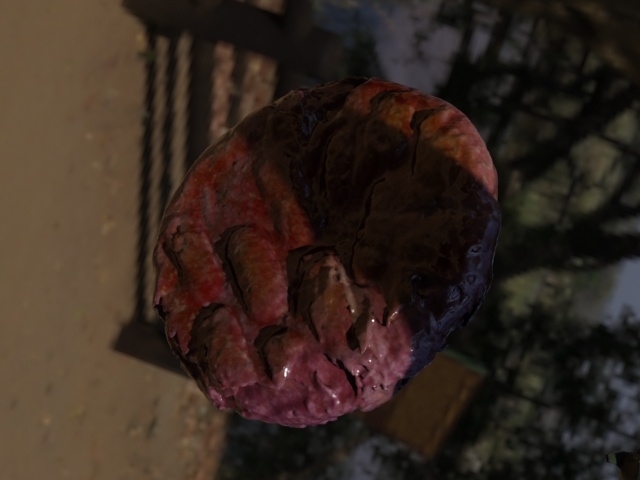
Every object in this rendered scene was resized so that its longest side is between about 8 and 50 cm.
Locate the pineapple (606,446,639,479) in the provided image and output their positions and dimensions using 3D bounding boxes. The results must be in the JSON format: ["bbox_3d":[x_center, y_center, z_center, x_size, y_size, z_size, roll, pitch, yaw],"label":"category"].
[{"bbox_3d":[0.265,0.149,0.980,0.248,0.128,0.128,17,93,-50],"label":"pineapple"}]

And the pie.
[{"bbox_3d":[0.000,0.000,0.648,0.036,0.154,0.154,40,67,-50],"label":"pie"}]
